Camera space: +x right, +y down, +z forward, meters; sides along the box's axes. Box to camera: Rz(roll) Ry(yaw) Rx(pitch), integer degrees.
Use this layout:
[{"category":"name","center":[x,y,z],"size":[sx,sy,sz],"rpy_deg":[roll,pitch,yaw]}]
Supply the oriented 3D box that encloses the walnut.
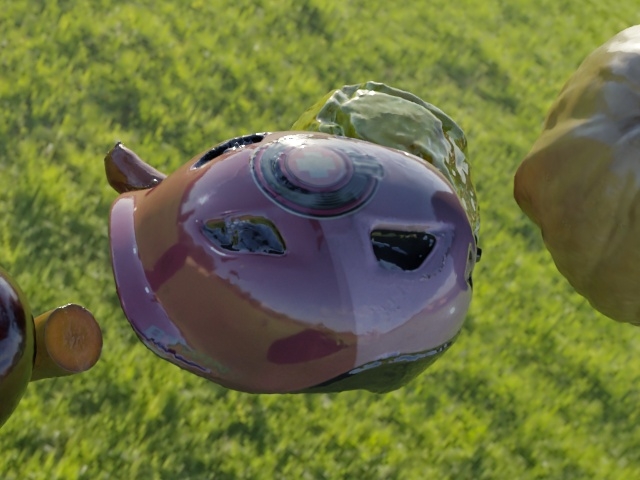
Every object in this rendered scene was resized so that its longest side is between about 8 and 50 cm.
[{"category":"walnut","center":[0.257,-0.044,1.017],"size":[0.225,0.261,0.224],"rpy_deg":[-1,70,3]}]

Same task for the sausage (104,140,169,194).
[{"category":"sausage","center":[-0.104,-0.027,1.074],"size":[0.158,0.036,0.042],"rpy_deg":[29,48,-1]}]

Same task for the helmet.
[{"category":"helmet","center":[0.000,0.000,0.926],"size":[0.253,0.154,0.198],"rpy_deg":[19,39,-33]}]

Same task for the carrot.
[{"category":"carrot","center":[-0.277,0.107,1.212],"size":[0.061,0.210,0.061],"rpy_deg":[17,64,-40]}]

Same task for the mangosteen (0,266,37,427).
[{"category":"mangosteen","center":[-0.321,0.086,1.046],"size":[0.200,0.200,0.200],"rpy_deg":[21,36,-16]}]

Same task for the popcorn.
[{"category":"popcorn","center":[0.056,-0.048,1.283],"size":[0.204,0.184,0.221],"rpy_deg":[42,24,-33]}]
